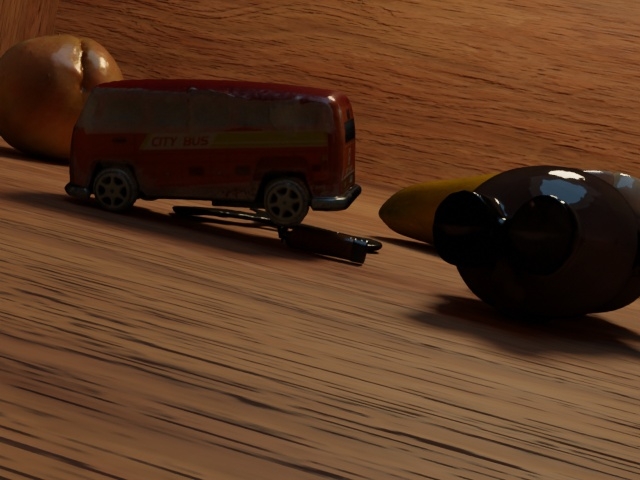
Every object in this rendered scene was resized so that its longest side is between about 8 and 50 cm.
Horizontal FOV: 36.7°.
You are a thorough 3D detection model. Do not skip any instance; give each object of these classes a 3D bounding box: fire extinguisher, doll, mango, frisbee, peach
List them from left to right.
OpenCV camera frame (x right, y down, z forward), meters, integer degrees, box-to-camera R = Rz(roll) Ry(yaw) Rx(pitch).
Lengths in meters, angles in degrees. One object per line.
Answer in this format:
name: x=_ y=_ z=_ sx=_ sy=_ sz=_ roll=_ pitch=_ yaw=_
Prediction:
peach: x=-0.343 y=-0.188 z=1.276 sx=0.184 sy=0.184 sz=0.184 roll=11 pitch=6 yaw=-1
frisbee: x=-0.044 y=-0.019 z=1.008 sx=0.211 sy=0.012 sz=0.187 roll=11 pitch=5 yaw=-5
fire extinguisher: x=0.000 y=0.000 z=0.843 sx=0.083 sy=0.022 sz=0.028 roll=12 pitch=38 yaw=8
mango: x=0.224 y=-0.022 z=1.107 sx=0.316 sy=0.119 sz=0.176 roll=4 pitch=6 yaw=19
doll: x=0.181 y=0.002 z=0.741 sx=0.182 sy=0.117 sz=0.257 roll=9 pitch=6 yaw=34

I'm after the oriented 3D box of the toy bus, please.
toy bus: x=-0.098 y=-0.085 z=0.873 sx=0.265 sy=0.120 sz=0.121 roll=4 pitch=12 yaw=10
